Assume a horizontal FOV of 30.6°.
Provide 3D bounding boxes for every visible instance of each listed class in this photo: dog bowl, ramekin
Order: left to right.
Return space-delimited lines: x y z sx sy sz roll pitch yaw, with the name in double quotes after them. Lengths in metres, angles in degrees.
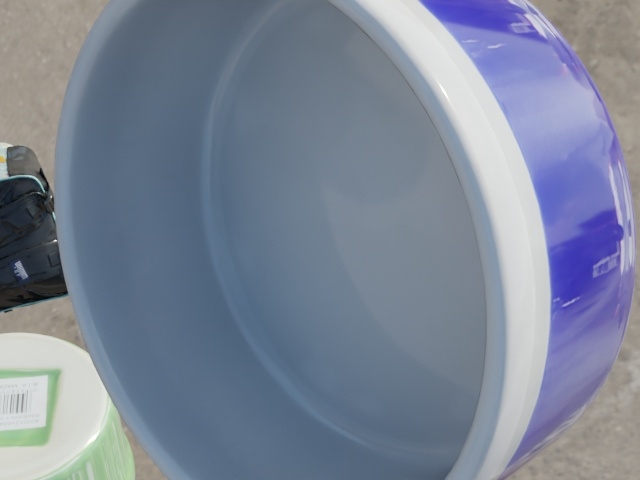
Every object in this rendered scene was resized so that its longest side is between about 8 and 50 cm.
-0.386 0.253 1.447 0.303 0.148 0.303 2 38 -1 "ramekin"
0.000 0.000 0.523 0.104 0.265 0.265 -19 82 -45 "dog bowl"

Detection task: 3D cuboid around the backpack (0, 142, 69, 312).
-0.364 -0.003 1.227 0.188 0.144 0.166 -25 127 -11 "backpack"
